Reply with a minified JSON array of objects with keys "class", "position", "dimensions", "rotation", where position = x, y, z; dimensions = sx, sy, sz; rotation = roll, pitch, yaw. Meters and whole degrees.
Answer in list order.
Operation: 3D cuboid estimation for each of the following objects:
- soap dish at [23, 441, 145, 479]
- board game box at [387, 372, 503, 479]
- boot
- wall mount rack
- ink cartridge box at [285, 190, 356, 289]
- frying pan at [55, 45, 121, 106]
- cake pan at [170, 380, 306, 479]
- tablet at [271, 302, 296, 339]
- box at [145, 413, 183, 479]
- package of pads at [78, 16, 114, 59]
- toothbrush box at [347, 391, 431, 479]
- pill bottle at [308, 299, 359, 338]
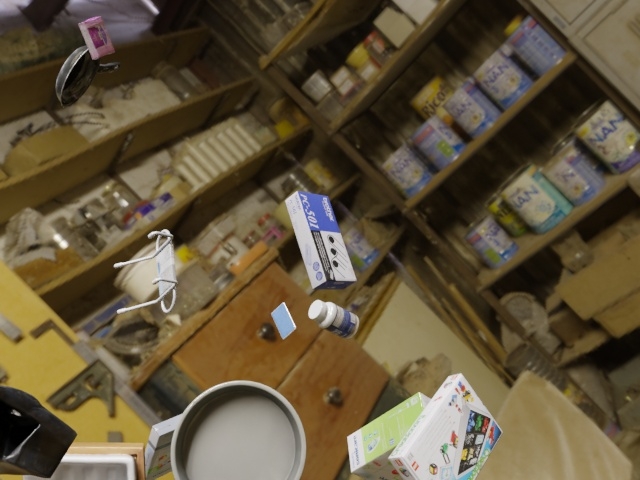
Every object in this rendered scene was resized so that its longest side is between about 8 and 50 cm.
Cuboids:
[{"class":"soap dish","position":[-0.552,0.593,1.497],"dimensions":[0.290,0.229,0.118],"rotation":[-1,6,3]},{"class":"board game box","position":[0.310,0.492,1.508],"dimensions":[0.305,0.193,0.053],"rotation":[-38,5,-40]},{"class":"boot","position":[-0.703,0.333,1.133],"dimensions":[0.445,0.367,0.146],"rotation":[-18,50,44]},{"class":"wall mount rack","position":[-0.665,0.130,2.406],"dimensions":[0.130,0.350,0.304],"rotation":[13,-38,-40]},{"class":"ink cartridge box","position":[0.000,0.000,1.314],"dimensions":[0.097,0.207,0.046],"rotation":[5,-31,-47]},{"class":"frying pan","position":[-0.659,-0.508,1.797],"dimensions":[0.197,0.053,0.326],"rotation":[-52,11,46]},{"class":"cake pan","position":[-0.178,0.460,1.378],"dimensions":[0.293,0.293,0.054],"rotation":[-45,-7,-14]},{"class":"tablet","position":[-0.096,0.211,1.639],"dimensions":[0.054,0.083,0.006],"rotation":[-44,-33,25]},{"class":"box","position":[-0.385,0.531,1.625],"dimensions":[0.145,0.038,0.186],"rotation":[-11,-47,-47]},{"class":"package of pads","position":[-0.495,-0.447,1.383],"dimensions":[0.031,0.083,0.050],"rotation":[8,35,38]},{"class":"toothbrush box","position":[0.249,0.580,1.773],"dimensions":[0.283,0.206,0.122],"rotation":[-38,33,26]},{"class":"pill bottle","position":[0.031,0.191,1.531],"dimensions":[0.067,0.120,0.067],"rotation":[-36,38,34]}]
